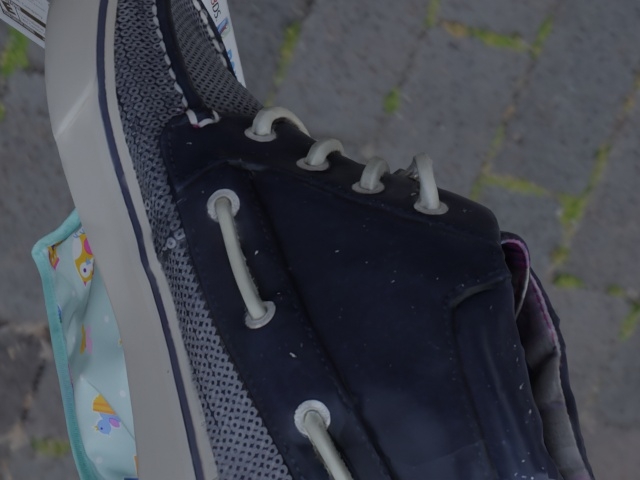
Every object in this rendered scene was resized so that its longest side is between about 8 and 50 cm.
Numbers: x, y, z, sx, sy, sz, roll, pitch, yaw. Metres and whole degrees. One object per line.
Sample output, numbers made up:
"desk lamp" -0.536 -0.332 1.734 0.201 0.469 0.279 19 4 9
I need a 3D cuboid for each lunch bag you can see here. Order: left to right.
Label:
"lunch bag" -0.066 0.092 1.285 0.223 0.262 0.160 1 151 -35

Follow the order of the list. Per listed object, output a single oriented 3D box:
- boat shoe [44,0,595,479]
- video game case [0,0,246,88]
"boat shoe" 0.000 0.000 0.706 0.158 0.340 0.127 -25 150 16
"video game case" -0.197 -0.222 1.532 0.036 0.329 0.300 -46 155 -20
